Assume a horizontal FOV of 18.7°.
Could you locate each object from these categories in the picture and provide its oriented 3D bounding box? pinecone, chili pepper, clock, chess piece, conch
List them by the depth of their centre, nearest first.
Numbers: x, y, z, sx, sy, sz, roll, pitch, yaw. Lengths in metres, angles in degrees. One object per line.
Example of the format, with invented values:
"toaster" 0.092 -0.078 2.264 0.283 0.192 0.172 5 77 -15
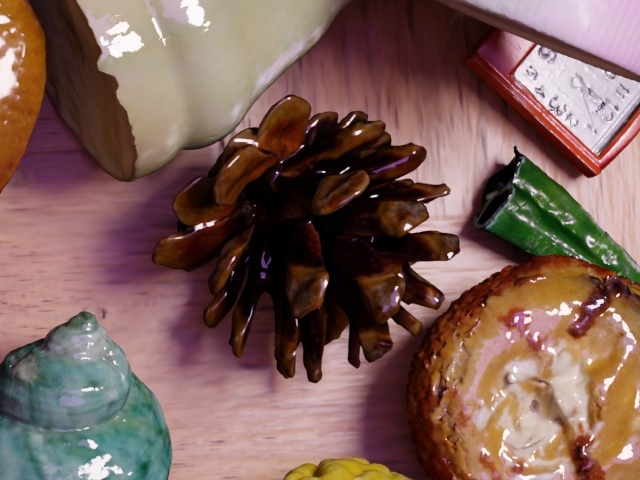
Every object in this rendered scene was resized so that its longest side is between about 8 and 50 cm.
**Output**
"conch" -0.208 0.152 1.464 0.196 0.134 0.202 19 82 -11
"pinecone" 0.002 0.002 1.490 0.229 0.202 0.201 -23 80 -34
"chess piece" -0.010 -0.232 1.513 0.442 0.234 0.234 -25 90 -18
"chili pepper" 0.233 0.017 1.616 0.227 0.059 0.088 35 53 -13
"clock" 0.206 -0.139 1.622 0.155 0.061 0.113 42 78 -9

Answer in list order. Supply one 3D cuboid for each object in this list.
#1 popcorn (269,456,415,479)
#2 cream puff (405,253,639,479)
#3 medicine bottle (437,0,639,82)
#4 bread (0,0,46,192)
"popcorn" 0.024 0.283 1.494 0.203 0.200 0.226 -44 129 13
"cream puff" 0.183 0.128 1.538 0.240 0.164 0.240 0 88 0
"medicine bottle" 0.224 -0.323 1.375 0.219 0.219 0.388 20 95 -9
"bread" -0.352 -0.122 1.431 0.312 0.172 0.312 0 86 1
